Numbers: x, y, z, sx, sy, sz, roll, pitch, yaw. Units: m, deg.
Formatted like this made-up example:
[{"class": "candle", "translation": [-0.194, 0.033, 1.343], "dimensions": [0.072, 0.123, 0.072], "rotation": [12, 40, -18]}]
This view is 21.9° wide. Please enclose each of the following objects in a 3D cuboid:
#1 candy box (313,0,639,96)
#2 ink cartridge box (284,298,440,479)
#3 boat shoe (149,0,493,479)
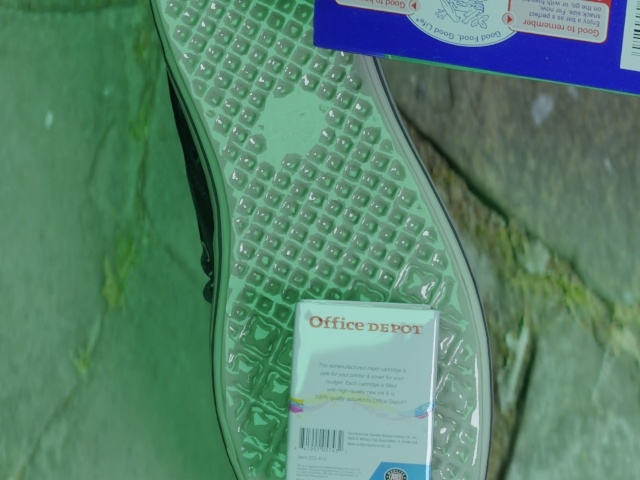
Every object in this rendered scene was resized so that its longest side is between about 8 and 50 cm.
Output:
[{"class": "candy box", "translation": [0.175, -0.198, 1.072], "dimensions": [0.268, 0.317, 0.122], "rotation": [12, 116, 21]}, {"class": "ink cartridge box", "translation": [0.026, 0.098, 1.011], "dimensions": [0.088, 0.052, 0.122], "rotation": [3, 89, 4]}, {"class": "boat shoe", "translation": [0.000, 0.000, 1.128], "dimensions": [0.187, 0.156, 0.500], "rotation": [-16, 81, 3]}]
